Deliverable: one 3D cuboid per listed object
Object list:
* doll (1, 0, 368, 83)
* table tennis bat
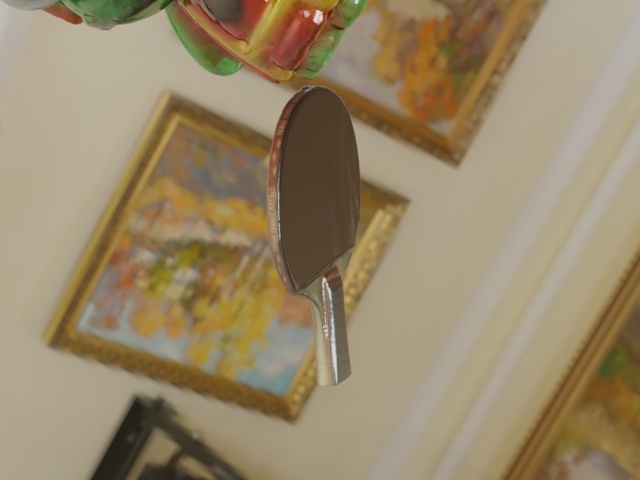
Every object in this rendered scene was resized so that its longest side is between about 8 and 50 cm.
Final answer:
[{"bbox_3d":[-0.139,-0.212,0.900,0.363,0.182,0.160,17,-126,-17],"label":"doll"},{"bbox_3d":[0.000,0.000,1.097,0.019,0.220,0.130,4,-159,26],"label":"table tennis bat"}]
